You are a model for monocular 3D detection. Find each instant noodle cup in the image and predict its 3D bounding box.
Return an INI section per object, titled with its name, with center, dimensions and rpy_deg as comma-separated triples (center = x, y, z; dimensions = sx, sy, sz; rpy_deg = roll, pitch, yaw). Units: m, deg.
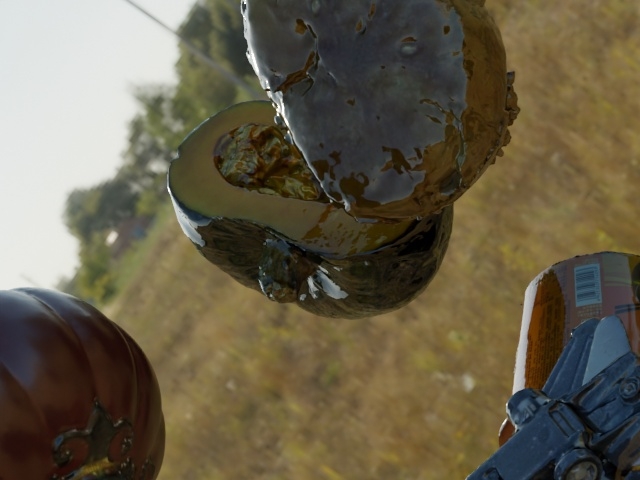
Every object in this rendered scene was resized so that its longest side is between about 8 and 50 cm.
[instant noodle cup]
center = 0.299, 0.135, 1.477
dimensions = 0.230, 0.230, 0.182
rpy_deg = -49, 29, 45

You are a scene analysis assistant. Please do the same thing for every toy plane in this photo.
[toy plane]
center = 0.143, 0.203, 1.067
dimensions = 0.316, 0.103, 0.204
rpy_deg = -38, 34, 3

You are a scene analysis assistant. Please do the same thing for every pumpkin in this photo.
[pumpkin]
center = 0.000, 0.000, 1.588
dimensions = 0.242, 0.325, 0.232
rpy_deg = -58, -32, -29

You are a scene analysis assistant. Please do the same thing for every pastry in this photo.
[pastry]
center = 0.062, -0.173, 1.353
dimensions = 0.255, 0.311, 0.162
rpy_deg = -22, 1, 36

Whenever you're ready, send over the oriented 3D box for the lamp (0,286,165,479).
[lamp]
center = -0.274, 0.186, 1.229
dimensions = 0.303, 0.257, 0.303
rpy_deg = -33, -40, -33
